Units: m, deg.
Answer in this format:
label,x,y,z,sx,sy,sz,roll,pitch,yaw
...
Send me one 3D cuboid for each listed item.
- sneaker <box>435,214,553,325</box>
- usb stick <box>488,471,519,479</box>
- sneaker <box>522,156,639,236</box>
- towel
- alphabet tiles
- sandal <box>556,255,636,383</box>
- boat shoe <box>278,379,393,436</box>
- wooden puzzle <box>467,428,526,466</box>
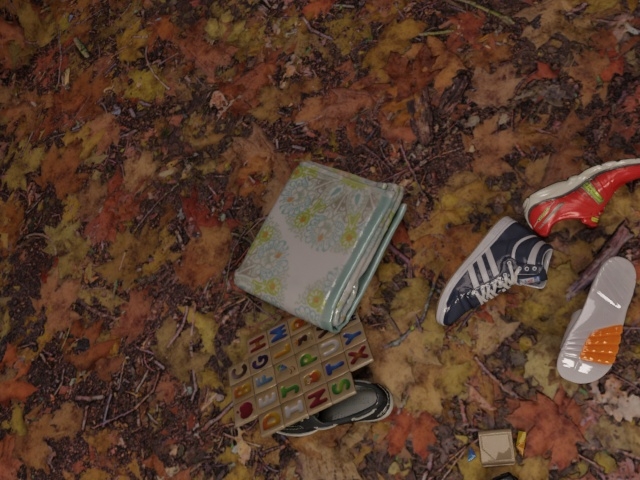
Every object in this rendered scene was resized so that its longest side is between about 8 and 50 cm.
label,x,y,z,sx,sy,sz,roll,pitch,yaw
sneaker,0.375,0.090,1.574,0.153,0.099,0.282,34,82,32
usb stick,0.388,0.581,1.399,0.077,0.045,0.278,-25,62,10
sneaker,0.576,-0.089,1.581,0.279,0.107,0.118,-25,80,15
towel,0.000,0.000,1.756,0.321,0.090,0.374,21,77,39
alphabet tiles,-0.052,0.279,1.663,0.343,0.011,0.285,-28,40,9
sandal,0.554,0.160,1.483,0.102,0.076,0.265,23,91,5
boat shoe,0.004,0.358,1.621,0.303,0.091,0.114,-17,65,16
wooden puzzle,0.357,0.418,1.497,0.116,0.014,0.078,-3,64,21
